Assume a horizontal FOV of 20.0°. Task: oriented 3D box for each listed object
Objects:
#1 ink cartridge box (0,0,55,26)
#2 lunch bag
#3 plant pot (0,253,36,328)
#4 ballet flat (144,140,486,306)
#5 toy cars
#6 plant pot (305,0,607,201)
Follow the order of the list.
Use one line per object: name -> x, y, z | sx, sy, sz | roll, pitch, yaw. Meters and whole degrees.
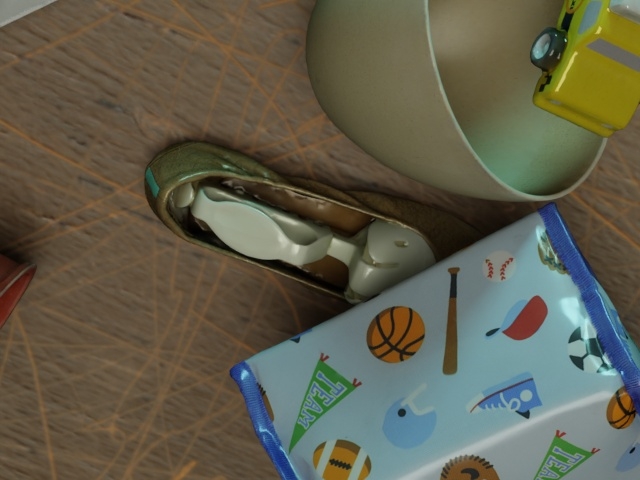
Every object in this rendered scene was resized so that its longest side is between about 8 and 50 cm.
ink cartridge box -> -0.365, -0.295, 1.596 | 0.296, 0.066, 0.261 | -25, 107, 8
lunch bag -> 0.157, 0.196, 1.622 | 0.328, 0.239, 0.385 | -25, 148, 8
plant pot -> -0.441, 0.051, 1.617 | 0.265, 0.272, 0.272 | 37, 104, -2
ballet flat -> 0.000, 0.000, 1.653 | 0.342, 0.124, 0.116 | 21, 107, -6
toy cars -> 0.332, -0.233, 1.507 | 0.394, 0.087, 0.176 | -32, 105, -20
plant pot -> 0.099, -0.166, 1.549 | 0.191, 0.284, 0.284 | -6, 111, 39
